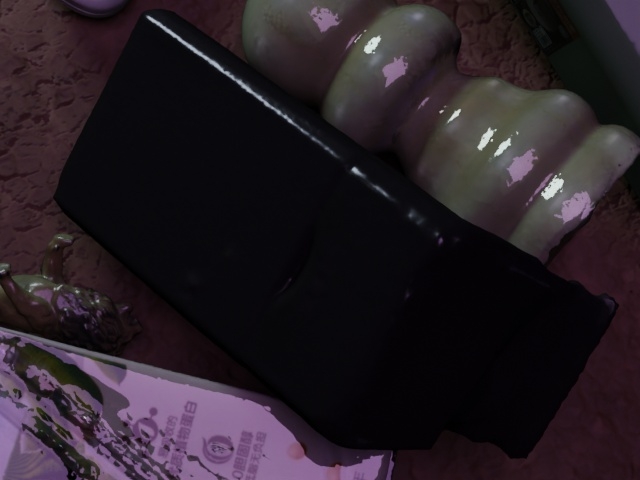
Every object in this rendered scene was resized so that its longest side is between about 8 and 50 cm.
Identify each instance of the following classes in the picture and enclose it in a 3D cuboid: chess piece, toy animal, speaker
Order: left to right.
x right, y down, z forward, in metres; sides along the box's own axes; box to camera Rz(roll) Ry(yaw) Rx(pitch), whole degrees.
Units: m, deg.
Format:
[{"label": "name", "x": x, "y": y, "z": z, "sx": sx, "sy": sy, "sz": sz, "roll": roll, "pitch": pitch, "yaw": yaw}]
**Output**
[{"label": "toy animal", "x": -0.242, "y": 0.029, "z": 1.004, "sx": 0.220, "sy": 0.086, "sz": 0.069, "roll": 25, "pitch": 34, "yaw": 2}, {"label": "speaker", "x": 0.000, "y": 0.000, "z": 0.969, "sx": 0.388, "sy": 0.184, "sz": 0.180, "roll": 38, "pitch": 106, "yaw": 31}, {"label": "chess piece", "x": 0.078, "y": -0.107, "z": 1.058, "sx": 0.330, "sy": 0.182, "sz": 0.182, "roll": 39, "pitch": 73, "yaw": 8}]

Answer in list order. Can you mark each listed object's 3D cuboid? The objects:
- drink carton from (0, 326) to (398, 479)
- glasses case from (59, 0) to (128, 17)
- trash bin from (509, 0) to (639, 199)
[{"label": "drink carton", "x": -0.123, "y": 0.195, "z": 0.953, "sx": 0.325, "sy": 0.132, "sz": 0.194, "roll": 15, "pitch": 75, "yaw": -5}, {"label": "glasses case", "x": -0.160, "y": -0.276, "z": 1.106, "sx": 0.076, "sy": 0.049, "sz": 0.197, "roll": 29, "pitch": 73, "yaw": -2}, {"label": "trash bin", "x": 0.293, "y": -0.207, "z": 1.089, "sx": 0.223, "sy": 0.158, "sz": 0.343, "roll": -30, "pitch": 89, "yaw": -7}]
